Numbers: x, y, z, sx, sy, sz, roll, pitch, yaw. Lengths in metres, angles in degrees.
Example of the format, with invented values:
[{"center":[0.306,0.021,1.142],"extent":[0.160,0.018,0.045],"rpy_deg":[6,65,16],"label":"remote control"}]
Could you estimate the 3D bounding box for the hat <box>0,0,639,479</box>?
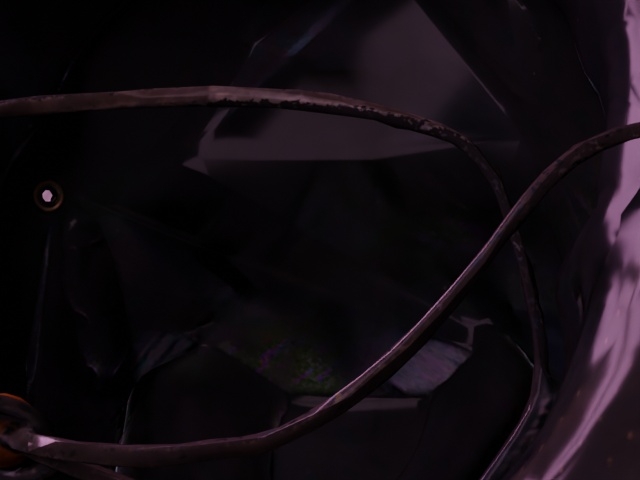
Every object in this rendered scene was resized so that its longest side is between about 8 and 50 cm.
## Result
[{"center":[0.000,0.000,0.401],"extent":[0.331,0.134,0.331],"rpy_deg":[-9,63,19],"label":"hat"}]
